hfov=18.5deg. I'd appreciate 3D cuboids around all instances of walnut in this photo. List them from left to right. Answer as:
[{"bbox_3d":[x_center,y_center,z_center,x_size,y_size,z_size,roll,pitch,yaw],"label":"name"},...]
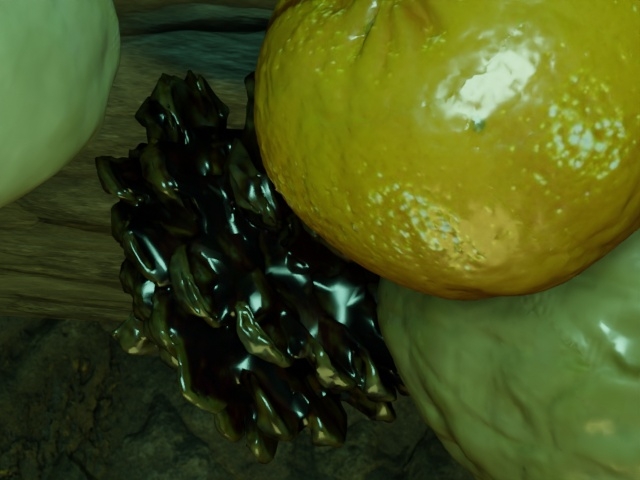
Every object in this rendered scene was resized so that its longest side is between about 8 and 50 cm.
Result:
[{"bbox_3d":[0.186,0.031,0.956,0.277,0.252,0.313,-38,-147,-28],"label":"walnut"}]

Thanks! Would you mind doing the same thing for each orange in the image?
[{"bbox_3d":[0.063,-0.068,0.806,0.193,0.193,0.161,-3,141,42],"label":"orange"}]

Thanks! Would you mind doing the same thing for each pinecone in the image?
[{"bbox_3d":[-0.008,-0.005,1.159,0.257,0.243,0.243,-36,-176,-16],"label":"pinecone"}]

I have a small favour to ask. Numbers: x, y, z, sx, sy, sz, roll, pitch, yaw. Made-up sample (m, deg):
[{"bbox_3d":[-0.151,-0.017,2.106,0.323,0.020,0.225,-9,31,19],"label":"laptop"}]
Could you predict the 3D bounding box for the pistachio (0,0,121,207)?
[{"bbox_3d":[-0.215,-0.096,0.767,0.318,0.214,0.193,-1,-138,-46],"label":"pistachio"}]
